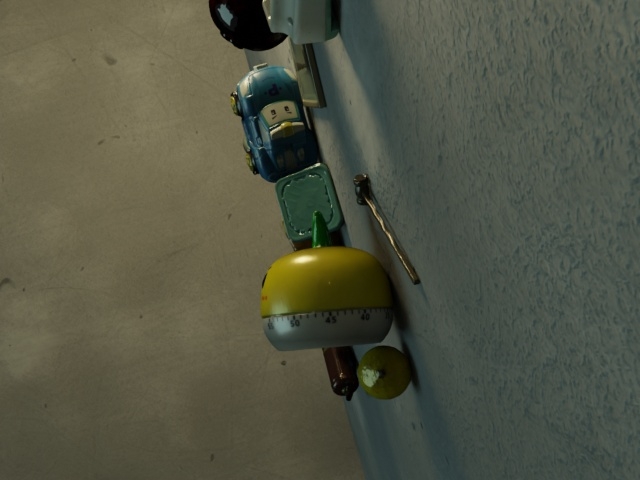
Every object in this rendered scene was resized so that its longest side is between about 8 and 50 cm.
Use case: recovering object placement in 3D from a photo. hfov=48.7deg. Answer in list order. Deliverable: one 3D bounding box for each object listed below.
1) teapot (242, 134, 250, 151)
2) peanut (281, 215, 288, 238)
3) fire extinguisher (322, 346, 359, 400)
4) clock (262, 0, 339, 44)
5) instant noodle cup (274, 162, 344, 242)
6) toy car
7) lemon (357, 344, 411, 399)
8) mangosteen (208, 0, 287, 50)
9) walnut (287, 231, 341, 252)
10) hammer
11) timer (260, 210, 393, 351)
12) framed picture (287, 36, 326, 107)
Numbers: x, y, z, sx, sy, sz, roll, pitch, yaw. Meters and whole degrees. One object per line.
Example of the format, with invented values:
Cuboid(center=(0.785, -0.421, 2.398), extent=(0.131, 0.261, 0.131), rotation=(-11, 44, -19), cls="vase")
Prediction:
Cuboid(center=(-0.186, -0.410, 2.473), extent=(0.183, 0.183, 0.251), rotation=(-114, 21, -58), cls="teapot")
Cuboid(center=(-0.063, -0.056, 2.296), extent=(0.319, 0.147, 0.148), rotation=(106, 148, -74), cls="peanut")
Cuboid(center=(0.068, 0.414, 2.432), extent=(0.341, 0.105, 0.141), rotation=(-107, 4, -48), cls="fire extinguisher")
Cuboid(center=(-0.056, -0.491, 1.165), extent=(0.231, 0.116, 0.262), rotation=(89, 164, -66), cls="clock")
Cuboid(center=(-0.023, -0.094, 1.834), extent=(0.070, 0.157, 0.179), rotation=(7, -114, -71), cls="instant noodle cup")
Cuboid(center=(-0.114, -0.309, 1.879), extent=(0.166, 0.198, 0.314), rotation=(-145, 39, -65), cls="toy car")
Cuboid(center=(0.128, 0.264, 1.412), extent=(0.133, 0.109, 0.109), rotation=(44, -152, -71), cls="lemon")
Cuboid(center=(-0.138, -0.506, 1.510), extent=(0.210, 0.209, 0.210), rotation=(165, 90, -85), cls="mangosteen")
Cuboid(center=(0.003, 0.001, 1.943), extent=(0.211, 0.087, 0.167), rotation=(53, -144, -29), cls="walnut")
Cuboid(center=(0.114, -0.019, 1.229), extent=(0.292, 0.029, 0.058), rotation=(-115, 9, -51), cls="hammer")
Cuboid(center=(0.009, 0.076, 1.394), extent=(0.285, 0.285, 0.285), rotation=(165, 90, -85), cls="timer")
Cuboid(center=(-0.040, -0.421, 1.683), extent=(0.289, 0.016, 0.213), rotation=(-126, 21, -75), cls="framed picture")
